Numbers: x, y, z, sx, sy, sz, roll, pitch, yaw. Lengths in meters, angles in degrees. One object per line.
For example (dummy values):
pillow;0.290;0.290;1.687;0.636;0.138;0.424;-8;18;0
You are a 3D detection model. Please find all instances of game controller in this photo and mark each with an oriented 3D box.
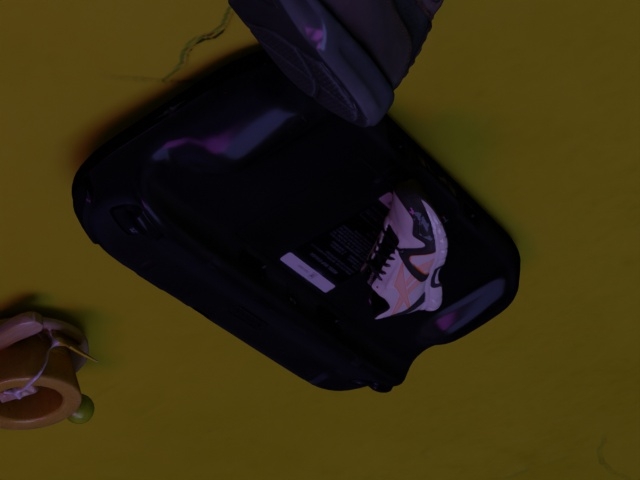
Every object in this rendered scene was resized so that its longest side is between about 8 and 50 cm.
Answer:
game controller;0.000;0.000;0.911;0.166;0.067;0.319;-38;142;11

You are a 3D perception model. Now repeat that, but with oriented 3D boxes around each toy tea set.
toy tea set;-0.286;0.096;0.885;0.200;0.124;0.336;-28;144;23

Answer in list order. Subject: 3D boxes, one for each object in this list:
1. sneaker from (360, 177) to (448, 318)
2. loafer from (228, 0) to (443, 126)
sneaker;0.046;0.009;0.863;0.043;0.040;0.109;-17;141;-12
loafer;-0.014;-0.151;0.659;0.084;0.096;0.267;-50;149;-9
